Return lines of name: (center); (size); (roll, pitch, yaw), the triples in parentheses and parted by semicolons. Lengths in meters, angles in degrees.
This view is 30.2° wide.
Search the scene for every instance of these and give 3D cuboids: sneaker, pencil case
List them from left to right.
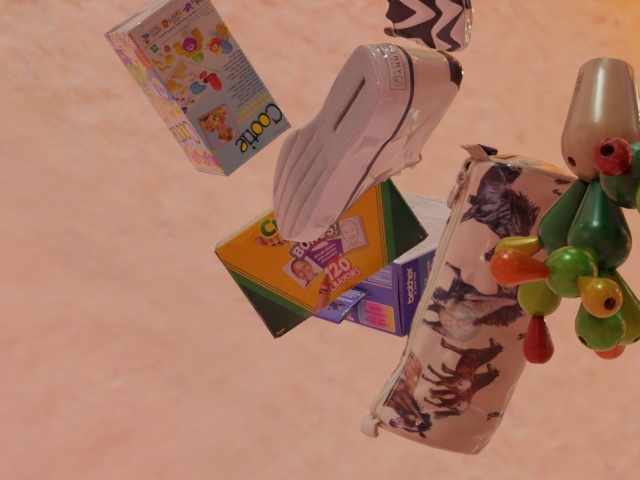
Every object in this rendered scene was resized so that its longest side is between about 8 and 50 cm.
sneaker: (0.035, -0.070, 0.984); (0.091, 0.258, 0.094); (-1, 67, -25)
sneaker: (0.139, -0.385, 1.656); (0.094, 0.153, 0.235); (-48, 142, -68)
pencil case: (0.194, 0.083, 1.529); (0.183, 0.410, 0.160); (20, 5, -9)

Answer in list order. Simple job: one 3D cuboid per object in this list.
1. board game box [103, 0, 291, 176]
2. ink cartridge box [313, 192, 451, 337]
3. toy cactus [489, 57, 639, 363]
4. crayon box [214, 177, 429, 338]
board game box: (-0.197, -0.256, 1.899); (0.144, 0.142, 0.275); (-40, 111, -17)
ink cartridge box: (0.133, 0.043, 2.176); (0.395, 0.270, 0.151); (-19, 114, -42)
toy cactus: (0.156, -0.021, 0.707); (0.219, 0.112, 0.180); (87, 11, -70)
crayon box: (0.000, 0.000, 1.787); (0.165, 0.278, 0.081); (56, 1, -7)
